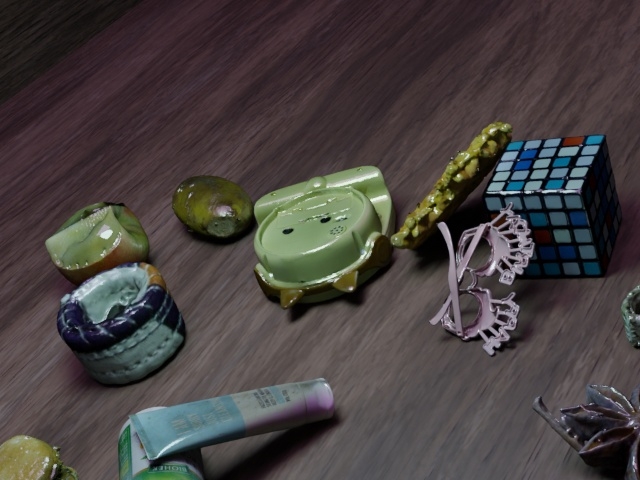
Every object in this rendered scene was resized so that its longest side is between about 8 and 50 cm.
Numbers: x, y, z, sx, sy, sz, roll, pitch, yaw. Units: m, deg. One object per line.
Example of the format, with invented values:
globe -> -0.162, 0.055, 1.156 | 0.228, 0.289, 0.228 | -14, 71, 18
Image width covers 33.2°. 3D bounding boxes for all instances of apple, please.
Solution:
apple -> -0.478, 0.016, 2.336 | 0.188, 0.174, 0.207 | -38, 30, 11

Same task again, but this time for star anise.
star anise -> 0.417, 0.258, 1.442 | 0.262, 0.081, 0.230 | 2, 36, 16

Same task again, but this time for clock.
clock -> 0.000, 0.000, 2.098 | 0.286, 0.117, 0.348 | -15, 30, 12

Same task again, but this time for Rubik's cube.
Rubik's cube -> 0.405, -0.059, 1.864 | 0.187, 0.182, 0.184 | -1, 36, 31

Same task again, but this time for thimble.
thimble -> 0.507, 0.112, 1.638 | 0.110, 0.062, 0.084 | -37, 34, -24
thimble -> -0.387, 0.158, 2.065 | 0.237, 0.150, 0.237 | -18, 31, 11

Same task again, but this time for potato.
potato -> -0.240, -0.077, 2.383 | 0.149, 0.113, 0.251 | -31, 29, -22

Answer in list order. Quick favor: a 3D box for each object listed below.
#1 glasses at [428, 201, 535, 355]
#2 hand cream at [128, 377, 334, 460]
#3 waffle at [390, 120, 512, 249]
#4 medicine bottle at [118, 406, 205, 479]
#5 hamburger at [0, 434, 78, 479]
glasses -> 0.264, 0.056, 1.766 | 0.162, 0.095, 0.256 | 7, 82, 39
hand cream -> -0.134, 0.270, 1.672 | 0.312, 0.070, 0.111 | -7, 32, -26
waffle -> 0.248, -0.099, 1.985 | 0.301, 0.058, 0.281 | -50, -10, 10
medicine bottle -> -0.237, 0.381, 1.621 | 0.133, 0.133, 0.274 | -22, 31, 0
hamburger -> -0.478, 0.414, 1.737 | 0.185, 0.131, 0.159 | -43, 44, -20
